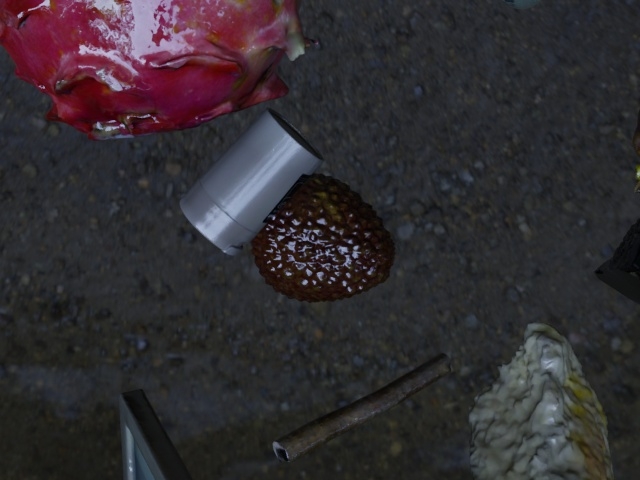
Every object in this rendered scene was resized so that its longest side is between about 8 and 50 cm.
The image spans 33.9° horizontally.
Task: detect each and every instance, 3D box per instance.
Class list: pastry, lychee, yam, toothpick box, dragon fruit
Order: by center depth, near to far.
[{"bbox_3d":[0.139,0.171,0.630,0.089,0.258,0.121,-19,133,17],"label":"pastry"},{"bbox_3d":[-0.178,-0.235,1.155,0.387,0.371,0.248,-5,84,2],"label":"dragon fruit"},{"bbox_3d":[-0.094,-0.079,1.423,0.111,0.111,0.180,39,101,-23],"label":"toothpick box"},{"bbox_3d":[0.073,0.264,1.670,0.327,0.045,0.045,-25,157,-24],"label":"yam"},{"bbox_3d":[0.000,0.000,1.847,0.271,0.236,0.235,22,117,12],"label":"lychee"}]

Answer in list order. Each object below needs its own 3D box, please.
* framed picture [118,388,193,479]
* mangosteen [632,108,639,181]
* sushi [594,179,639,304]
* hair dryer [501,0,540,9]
[{"bbox_3d":[-0.060,0.235,0.549,0.016,0.289,0.213,-7,113,-23],"label":"framed picture"},{"bbox_3d":[0.546,-0.151,1.596,0.156,0.145,0.181,17,110,-13],"label":"mangosteen"},{"bbox_3d":[0.361,-0.002,1.007,0.150,0.153,0.172,-54,153,1],"label":"sushi"},{"bbox_3d":[0.246,-0.485,1.728,0.298,0.296,0.118,13,81,3],"label":"hair dryer"}]
